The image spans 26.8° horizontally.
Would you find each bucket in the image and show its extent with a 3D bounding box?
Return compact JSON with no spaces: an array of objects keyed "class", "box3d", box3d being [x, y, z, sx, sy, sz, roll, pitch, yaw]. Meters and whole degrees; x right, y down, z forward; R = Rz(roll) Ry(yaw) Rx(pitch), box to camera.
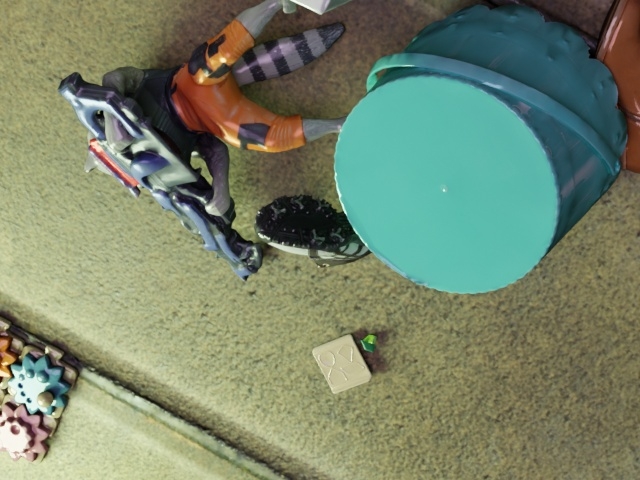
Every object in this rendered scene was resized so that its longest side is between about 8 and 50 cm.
[{"class":"bucket","box3d":[0.159,-0.092,1.380,0.281,0.183,0.281,14,123,22]}]

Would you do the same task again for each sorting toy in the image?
[{"class":"sorting toy","box3d":[0.038,0.144,1.616,0.083,0.012,0.062,-23,96,24]}]

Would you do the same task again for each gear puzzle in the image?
[{"class":"gear puzzle","box3d":[-0.488,0.157,1.741,0.339,0.044,0.175,28,112,5]}]

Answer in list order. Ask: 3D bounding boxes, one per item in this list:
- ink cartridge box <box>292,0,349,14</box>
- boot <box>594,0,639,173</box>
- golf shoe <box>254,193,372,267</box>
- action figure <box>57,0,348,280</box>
[{"class":"ink cartridge box","box3d":[-0.064,-0.310,1.385,0.224,0.181,0.056,28,112,6]},{"class":"boot","box3d":[0.361,-0.163,1.404,0.152,0.073,0.197,10,118,10]},{"class":"golf shoe","box3d":[0.000,0.000,1.493,0.094,0.198,0.077,-49,54,39]},{"class":"action figure","box3d":[-0.115,-0.123,1.526,0.330,0.179,0.341,-13,134,24]}]
